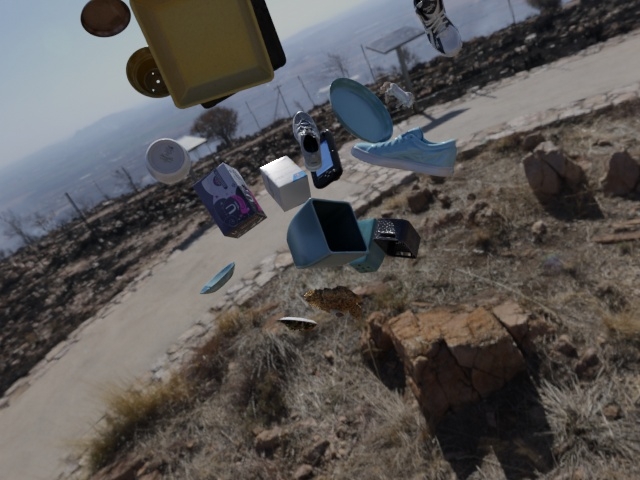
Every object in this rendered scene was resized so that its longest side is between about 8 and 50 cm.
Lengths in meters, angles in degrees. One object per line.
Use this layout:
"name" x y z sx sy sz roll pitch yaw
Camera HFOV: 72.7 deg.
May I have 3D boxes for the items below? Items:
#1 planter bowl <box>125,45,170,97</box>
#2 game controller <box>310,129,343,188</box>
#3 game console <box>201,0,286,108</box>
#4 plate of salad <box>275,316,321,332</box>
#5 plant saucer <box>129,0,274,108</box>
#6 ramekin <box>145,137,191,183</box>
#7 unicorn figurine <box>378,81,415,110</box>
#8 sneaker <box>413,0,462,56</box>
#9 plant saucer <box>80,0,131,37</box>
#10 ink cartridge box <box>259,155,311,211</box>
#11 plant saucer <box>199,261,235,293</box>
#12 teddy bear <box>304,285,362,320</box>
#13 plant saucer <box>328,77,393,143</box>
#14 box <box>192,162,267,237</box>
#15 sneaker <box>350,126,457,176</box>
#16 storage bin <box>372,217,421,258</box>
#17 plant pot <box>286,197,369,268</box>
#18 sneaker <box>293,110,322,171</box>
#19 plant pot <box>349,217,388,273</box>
"planter bowl" -0.656 -0.655 1.744 0.217 0.217 0.090 -32 0 -15
"game controller" 0.013 -0.396 2.118 0.166 0.067 0.319 -26 54 19
"game console" -0.337 -0.713 1.574 0.386 0.342 0.060 -34 37 -12
"plate of salad" -0.097 0.366 1.873 0.199 0.200 0.048 -6 69 34
"plant saucer" -0.343 -0.609 1.314 0.332 0.333 0.081 -15 30 6
"ramekin" -0.718 -0.379 2.040 0.207 0.207 0.109 -31 2 -14
"unicorn figurine" 0.289 -0.517 1.573 0.060 0.162 0.111 -23 32 49
"sneaker" 0.355 -0.690 1.353 0.094 0.235 0.153 -22 -6 29
"plant saucer" -0.738 -0.771 1.490 0.168 0.029 0.168 -29 -11 -6
"ink cartridge box" -0.185 -0.303 2.312 0.171 0.168 0.233 -27 47 -16
"plant saucer" -0.421 0.167 1.825 0.195 0.037 0.195 -38 13 11
"teddy bear" 0.050 0.270 1.822 0.338 0.245 0.113 -5 52 60
"plant saucer" 0.155 -0.506 1.722 0.043 0.317 0.317 -40 8 44
"box" -0.353 -0.154 1.711 0.163 0.247 0.142 -35 -8 8
"sneaker" 0.291 -0.325 1.511 0.365 0.150 0.135 12 19 12
"storage bin" 0.279 -0.006 1.576 0.122 0.180 0.084 5 71 31
"plant pot" 0.000 0.000 1.796 0.247 0.248 0.252 1 -28 -46
"sneaker" -0.044 -0.431 1.799 0.105 0.115 0.281 -15 68 -8
"plant pot" 0.233 0.038 2.212 0.165 0.165 0.234 -10 54 39
